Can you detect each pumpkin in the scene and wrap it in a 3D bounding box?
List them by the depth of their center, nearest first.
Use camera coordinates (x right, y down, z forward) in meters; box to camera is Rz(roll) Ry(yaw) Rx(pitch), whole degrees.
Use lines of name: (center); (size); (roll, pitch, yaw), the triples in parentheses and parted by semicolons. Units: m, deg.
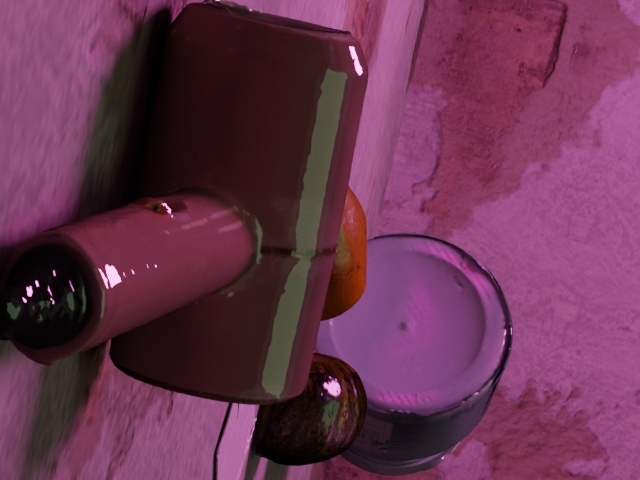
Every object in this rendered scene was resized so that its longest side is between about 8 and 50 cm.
pumpkin: (-0.006, 0.179, 1.986); (0.183, 0.108, 0.119); (-36, 144, -81)

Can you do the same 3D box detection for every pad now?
pad: (-0.076, 0.180, 1.723); (0.232, 0.004, 0.156); (96, 9, -58)

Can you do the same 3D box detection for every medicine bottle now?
medicine bottle: (0.100, 0.156, 2.308); (0.290, 0.245, 0.245); (92, 12, -64)

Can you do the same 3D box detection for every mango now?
mango: (-0.001, 0.007, 1.628); (0.165, 0.089, 0.115); (85, 17, -67)

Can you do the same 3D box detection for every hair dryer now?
hair dryer: (-0.066, -0.007, 0.828); (0.344, 0.107, 0.189); (-29, 132, -76)
